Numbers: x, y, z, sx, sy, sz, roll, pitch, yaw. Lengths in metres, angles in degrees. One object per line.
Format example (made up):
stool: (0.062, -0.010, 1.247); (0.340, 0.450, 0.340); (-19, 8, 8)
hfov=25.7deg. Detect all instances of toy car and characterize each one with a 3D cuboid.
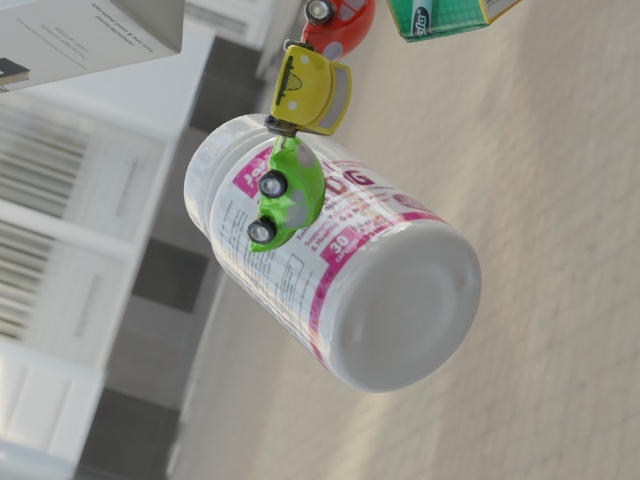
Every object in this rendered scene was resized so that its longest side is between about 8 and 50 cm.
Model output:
toy car: (-0.009, -0.084, 1.052); (0.239, 0.053, 0.225); (-73, -2, -56)

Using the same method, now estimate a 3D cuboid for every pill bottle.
pill bottle: (0.000, 0.000, 1.251); (0.283, 0.160, 0.160); (39, 113, 47)

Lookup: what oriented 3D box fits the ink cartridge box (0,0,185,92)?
ink cartridge box: (-0.191, -0.174, 0.811); (0.092, 0.219, 0.160); (36, -129, -56)

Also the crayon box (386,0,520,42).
crayon box: (0.084, -0.296, 0.944); (0.081, 0.278, 0.165); (-3, 26, 44)
